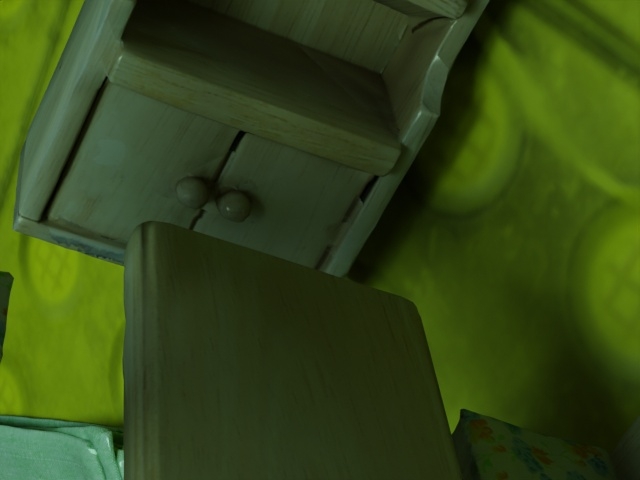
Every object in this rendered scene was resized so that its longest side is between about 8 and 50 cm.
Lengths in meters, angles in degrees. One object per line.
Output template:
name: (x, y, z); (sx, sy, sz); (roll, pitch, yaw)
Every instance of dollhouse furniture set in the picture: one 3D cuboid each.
dollhouse furniture set: (0.000, 0.000, 0.506); (0.394, 0.362, 0.256); (-100, 33, -53)

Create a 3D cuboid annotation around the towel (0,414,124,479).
towel: (-0.186, 0.279, 0.939); (0.248, 0.038, 0.325); (-5, 88, 48)
